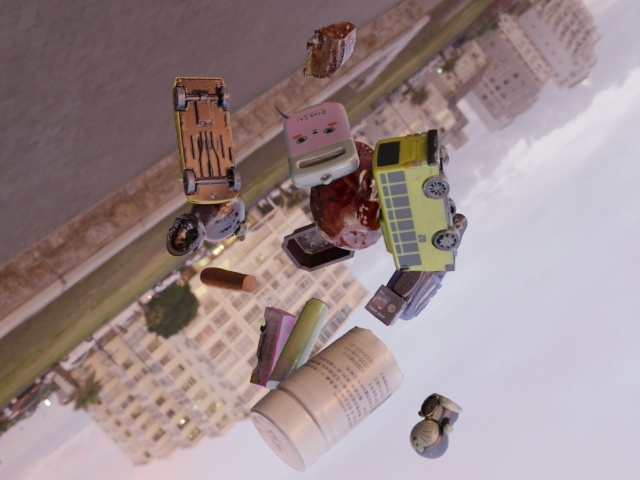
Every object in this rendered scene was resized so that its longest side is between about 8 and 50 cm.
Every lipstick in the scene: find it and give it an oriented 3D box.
[{"bbox_3d":[-0.056,0.281,1.664,0.076,0.076,0.304,-34,-160,41],"label":"lipstick"}]

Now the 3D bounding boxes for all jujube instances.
[{"bbox_3d":[0.072,-0.108,1.389,0.197,0.197,0.290,-36,-147,30],"label":"jujube"}]

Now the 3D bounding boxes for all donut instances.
[{"bbox_3d":[0.036,-0.579,1.895,0.126,0.144,0.186,-45,155,-30],"label":"donut"}]

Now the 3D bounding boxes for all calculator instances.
[{"bbox_3d":[-0.001,-0.194,1.244,0.141,0.045,0.246,-17,-135,8],"label":"calculator"}]

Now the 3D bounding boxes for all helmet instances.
[{"bbox_3d":[-0.359,-0.010,1.674,0.123,0.098,0.070,-68,156,-2],"label":"helmet"}]

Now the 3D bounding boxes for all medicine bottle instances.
[{"bbox_3d":[0.016,0.368,1.444,0.332,0.190,0.190,-33,-178,-28],"label":"medicine bottle"}]

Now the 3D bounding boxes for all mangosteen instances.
[{"bbox_3d":[-0.350,-0.090,2.164,0.216,0.216,0.216,-39,-174,5],"label":"mangosteen"}]

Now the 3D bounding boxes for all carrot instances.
[{"bbox_3d":[-0.284,0.119,1.847,0.225,0.067,0.067,7,-140,43],"label":"carrot"}]

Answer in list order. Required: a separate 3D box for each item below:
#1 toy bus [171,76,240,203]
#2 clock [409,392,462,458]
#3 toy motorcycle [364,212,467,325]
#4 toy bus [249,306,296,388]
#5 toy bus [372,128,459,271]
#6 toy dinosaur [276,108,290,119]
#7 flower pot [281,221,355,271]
[{"bbox_3d":[-0.309,-0.255,1.628,0.145,0.331,0.151,-5,174,-25],"label":"toy bus"},{"bbox_3d":[0.445,0.726,2.389,0.243,0.146,0.199,-59,-160,-14],"label":"clock"},{"bbox_3d":[0.273,0.069,1.640,0.358,0.125,0.212,-54,161,1],"label":"toy motorcycle"},{"bbox_3d":[-0.162,0.373,2.141,0.112,0.090,0.274,3,-101,50],"label":"toy bus"},{"bbox_3d":[0.186,-0.066,1.191,0.150,0.262,0.128,-7,-143,14],"label":"toy bus"},{"bbox_3d":[0.002,-0.283,1.703,0.076,0.144,0.329,-57,-139,10],"label":"toy dinosaur"},{"bbox_3d":[0.000,0.000,2.161,0.251,0.179,0.084,-20,-146,26],"label":"flower pot"}]
